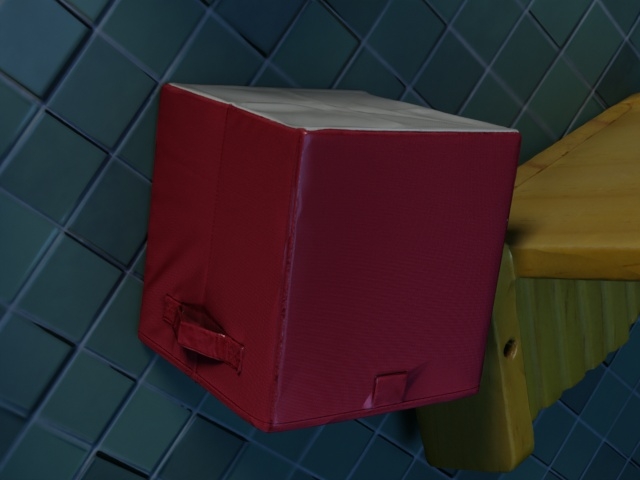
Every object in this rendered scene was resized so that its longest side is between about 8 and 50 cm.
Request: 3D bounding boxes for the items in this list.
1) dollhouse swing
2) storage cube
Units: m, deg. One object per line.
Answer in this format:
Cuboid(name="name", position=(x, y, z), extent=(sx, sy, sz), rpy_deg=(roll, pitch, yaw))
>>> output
Cuboid(name="dollhouse swing", position=(0.291, 0.040, 0.888), extent=(0.347, 0.305, 0.315), rpy_deg=(-32, 122, -32))
Cuboid(name="storage cube", position=(0.000, 0.000, 0.755), extent=(0.215, 0.183, 0.193), rpy_deg=(-2, 107, -36))
